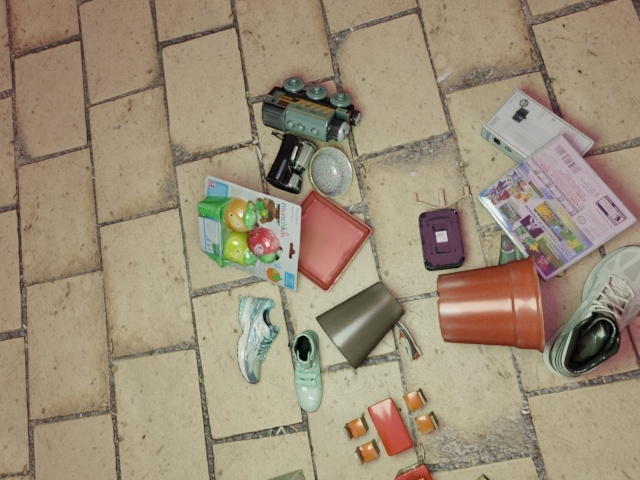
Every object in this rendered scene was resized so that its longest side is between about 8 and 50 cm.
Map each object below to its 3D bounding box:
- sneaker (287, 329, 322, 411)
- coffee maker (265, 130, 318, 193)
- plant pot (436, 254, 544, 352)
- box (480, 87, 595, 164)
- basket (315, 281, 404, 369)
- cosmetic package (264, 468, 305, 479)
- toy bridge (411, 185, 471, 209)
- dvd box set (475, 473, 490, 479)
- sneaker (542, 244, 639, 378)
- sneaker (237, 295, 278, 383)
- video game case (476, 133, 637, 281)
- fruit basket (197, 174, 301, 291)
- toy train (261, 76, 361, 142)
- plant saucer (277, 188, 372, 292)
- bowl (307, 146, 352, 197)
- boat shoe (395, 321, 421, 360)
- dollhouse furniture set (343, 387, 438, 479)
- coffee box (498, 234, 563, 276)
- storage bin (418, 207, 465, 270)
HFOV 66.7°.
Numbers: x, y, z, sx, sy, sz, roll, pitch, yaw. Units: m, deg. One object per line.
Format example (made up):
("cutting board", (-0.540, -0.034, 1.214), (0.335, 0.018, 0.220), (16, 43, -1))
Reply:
("sneaker", (-0.051, 0.408, 1.507), (0.094, 0.151, 0.255), (-4, 80, 9))
("coffee maker", (-0.115, -0.265, 1.677), (0.171, 0.120, 0.178), (19, 82, 38))
("plant pot", (0.479, 0.189, 1.395), (0.265, 0.272, 0.272), (-7, 78, 19))
("box", (0.672, -0.318, 1.526), (0.290, 0.087, 0.169), (42, 90, 16))
("basket", (0.134, 0.247, 1.503), (0.227, 0.154, 0.204), (-39, 73, -1))
("cosmetic package", (-0.198, 0.804, 1.459), (0.310, 0.160, 0.113), (-22, 77, 8))
("toy bridge", (0.394, -0.134, 1.581), (0.188, 0.026, 0.063), (-7, 81, 10))
("dvd box set", (0.427, 0.924, 1.358), (0.420, 0.062, 0.307), (-45, 75, 1))
("sneaker", (0.797, 0.194, 1.317), (0.169, 0.257, 0.447), (35, 88, 16))
("sneaker", (-0.200, 0.320, 1.578), (0.122, 0.110, 0.283), (-4, 79, 7))
("video game case", (0.685, -0.096, 1.435), (0.300, 0.036, 0.329), (-38, 78, 13))
("fruit basket", (-0.228, -0.012, 1.550), (0.353, 0.165, 0.327), (23, 127, 24))
("toy train", (-0.037, -0.430, 1.641), (0.334, 0.142, 0.190), (22, 55, 13))
("plant saucer", (0.000, 0.000, 1.626), (0.259, 0.048, 0.258), (36, 88, 15))
("bowl", (0.016, -0.223, 1.633), (0.080, 0.170, 0.170), (-6, 74, 56))
("boat shoe", (0.263, 0.310, 1.493), (0.043, 0.049, 0.137), (-30, 107, 3))
("dollhouse furniture set", (0.228, 0.596, 1.421), (0.262, 0.135, 0.259), (-27, 75, 5))
("coffee box", (0.646, 0.046, 1.487), (0.184, 0.040, 0.113), (8, 82, 13))
("storage bin", (0.379, 0.000, 1.529), (0.122, 0.084, 0.180), (-8, 79, 10))
